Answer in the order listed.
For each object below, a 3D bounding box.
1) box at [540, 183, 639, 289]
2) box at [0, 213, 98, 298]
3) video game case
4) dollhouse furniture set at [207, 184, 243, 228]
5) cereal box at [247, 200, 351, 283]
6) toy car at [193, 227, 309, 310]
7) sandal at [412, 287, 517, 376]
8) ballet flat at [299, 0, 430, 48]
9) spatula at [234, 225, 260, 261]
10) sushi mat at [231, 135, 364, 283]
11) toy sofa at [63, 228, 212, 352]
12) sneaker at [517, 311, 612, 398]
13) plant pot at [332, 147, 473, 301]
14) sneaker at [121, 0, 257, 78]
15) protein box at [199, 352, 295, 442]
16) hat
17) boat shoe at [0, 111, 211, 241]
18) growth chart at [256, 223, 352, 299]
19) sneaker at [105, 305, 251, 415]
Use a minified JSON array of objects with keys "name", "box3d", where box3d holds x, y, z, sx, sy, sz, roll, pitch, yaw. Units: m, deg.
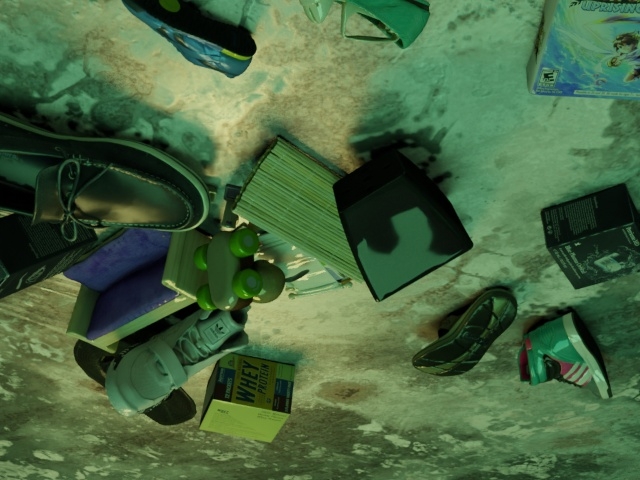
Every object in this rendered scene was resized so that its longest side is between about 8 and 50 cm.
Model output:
[{"name":"box","box3d":[0.510,-0.003,1.411,0.158,0.093,0.156,-21,137,28]},{"name":"box","box3d":[-0.551,0.018,1.438,0.153,0.207,0.108,-34,86,39]},{"name":"video game case","box3d":[0.442,-0.300,1.048,0.270,0.061,0.244,3,142,2]},{"name":"dollhouse furniture set","box3d":[-0.206,-0.050,1.427,0.114,0.081,0.091,11,143,-8]},{"name":"cereal box","box3d":[0.000,0.000,1.501,0.173,0.047,0.240,-28,132,36]},{"name":"toy car","box3d":[-0.119,0.060,1.454,0.188,0.148,0.155,5,164,-39]},{"name":"sandal","box3d":[0.325,0.205,1.722,0.120,0.086,0.303,29,122,-21]},{"name":"ballet flat","box3d":[0.032,-0.320,1.028,0.247,0.083,0.087,18,100,-21]},{"name":"spatula","box3d":[-0.166,0.060,1.623,0.168,0.019,0.242,28,137,-30]},{"name":"sushi mat","box3d":[0.001,-0.047,1.385,0.317,0.019,0.151,30,94,-31]},{"name":"toy sofa","box3d":[-0.385,0.089,1.569,0.363,0.150,0.177,-26,135,36]},{"name":"sneaker","box3d":[0.548,0.290,1.765,0.178,0.123,0.295,-22,128,24]},{"name":"plant pot","box3d":[0.121,-0.043,1.304,0.188,0.187,0.167,-30,115,11]},{"name":"sneaker","box3d":[-0.198,-0.295,1.112,0.209,0.069,0.082,23,143,-24]},{"name":"protein box","box3d":[-0.190,0.407,1.989,0.200,0.136,0.201,13,143,-11]},{"name":"hat","box3d":[-0.422,0.300,1.864,0.331,0.134,0.331,17,138,16]},{"name":"boat shoe","box3d":[-0.438,-0.096,1.313,0.500,0.156,0.186,16,129,-14]},{"name":"growth chart","box3d":[-0.032,0.044,1.505,0.172,0.021,0.237,-10,141,21]},{"name":"sneaker","box3d":[-0.290,0.231,1.641,0.210,0.366,0.137,-32,92,28]}]
